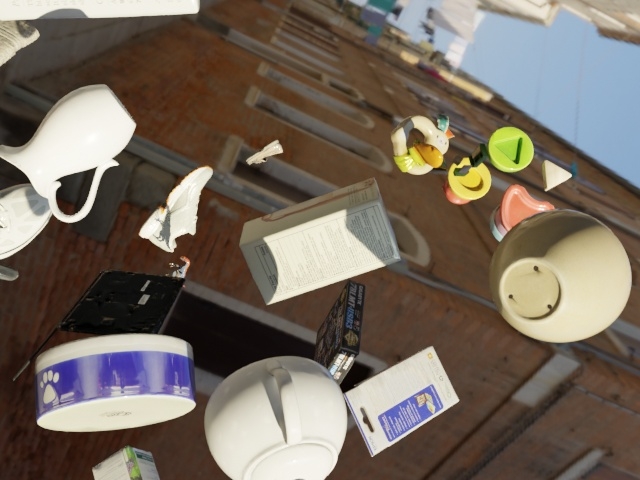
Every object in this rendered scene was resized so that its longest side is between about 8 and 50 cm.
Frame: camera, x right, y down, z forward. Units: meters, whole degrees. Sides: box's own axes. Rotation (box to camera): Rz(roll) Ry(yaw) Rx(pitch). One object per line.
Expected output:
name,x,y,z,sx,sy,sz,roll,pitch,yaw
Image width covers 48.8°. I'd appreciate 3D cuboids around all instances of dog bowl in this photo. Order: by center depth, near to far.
dog bowl,-0.349,0.249,1.210,0.265,0.265,0.104,130,-44,-57

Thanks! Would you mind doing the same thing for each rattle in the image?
rattle,0.255,-0.218,1.482,0.143,0.200,0.130,-27,-98,57

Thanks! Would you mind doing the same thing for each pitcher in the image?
pitcher,-0.406,-0.149,1.197,0.207,0.177,0.125,-37,-170,-3

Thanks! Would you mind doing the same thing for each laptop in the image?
laptop,-0.415,0.164,1.346,0.234,0.264,0.136,-81,177,-65

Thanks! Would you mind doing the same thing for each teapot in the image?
teapot,-0.059,0.319,1.127,0.252,0.256,0.187,-43,-139,17

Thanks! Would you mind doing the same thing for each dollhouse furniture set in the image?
dollhouse furniture set,0.314,-0.197,1.661,0.058,0.152,0.076,123,-38,-59

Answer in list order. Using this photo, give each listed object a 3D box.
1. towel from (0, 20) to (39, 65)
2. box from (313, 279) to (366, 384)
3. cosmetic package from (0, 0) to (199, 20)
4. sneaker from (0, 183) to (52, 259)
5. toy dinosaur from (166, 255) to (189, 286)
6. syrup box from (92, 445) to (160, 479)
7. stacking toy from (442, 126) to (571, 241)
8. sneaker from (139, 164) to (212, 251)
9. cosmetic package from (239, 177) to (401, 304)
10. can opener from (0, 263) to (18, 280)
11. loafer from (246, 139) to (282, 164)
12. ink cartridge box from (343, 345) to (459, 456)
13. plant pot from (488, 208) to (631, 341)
towel,-0.828,-0.504,1.632,0.049,0.282,0.187,-58,-172,41
box,0.054,0.325,2.267,0.295,0.073,0.293,-82,-164,-48
cosmetic package,-0.455,-0.655,1.437,0.327,0.394,0.329,-104,-168,-58
sneaker,-0.889,-0.014,1.818,0.447,0.169,0.257,-34,-170,-22
toy dinosaur,-0.346,0.073,1.751,0.082,0.047,0.090,-38,158,16
syrup box,-0.364,0.543,1.405,0.096,0.093,0.237,-33,-123,4
stacking toy,0.521,-0.149,1.996,0.279,0.309,0.130,-48,175,-17
sneaker,-0.364,-0.085,1.903,0.262,0.121,0.099,-49,-168,5
cosmetic package,0.000,0.000,1.454,0.129,0.296,0.153,-93,163,-65
can opener,-0.666,0.044,1.326,0.059,0.186,0.073,6,-99,54
loafer,-0.157,-0.237,1.964,0.125,0.039,0.045,-27,-169,37
ink cartridge box,0.213,0.431,1.917,0.371,0.175,0.069,-18,169,-42
plant pot,0.458,0.084,1.433,0.191,0.284,0.284,-11,136,-53
